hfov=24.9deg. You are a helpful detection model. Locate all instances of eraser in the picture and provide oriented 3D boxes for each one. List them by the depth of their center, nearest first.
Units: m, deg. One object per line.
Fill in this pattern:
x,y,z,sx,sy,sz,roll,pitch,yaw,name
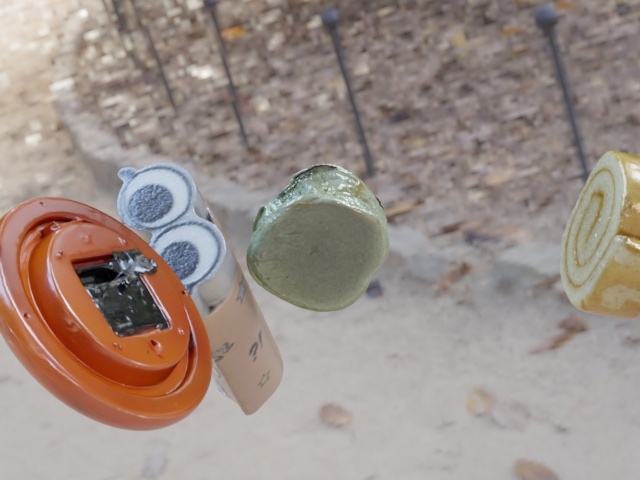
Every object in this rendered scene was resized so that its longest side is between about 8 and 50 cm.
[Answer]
-0.118,0.050,1.490,0.087,0.290,0.171,-28,62,-5,eraser

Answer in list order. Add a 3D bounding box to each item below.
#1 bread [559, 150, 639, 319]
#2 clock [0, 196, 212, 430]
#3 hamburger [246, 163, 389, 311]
0.277,0.000,1.316,0.073,0.149,0.122,10,39,-13,bread
-0.163,0.052,1.094,0.051,0.205,0.205,-41,7,27,clock
0.000,0.000,1.404,0.140,0.133,0.062,-53,19,28,hamburger
